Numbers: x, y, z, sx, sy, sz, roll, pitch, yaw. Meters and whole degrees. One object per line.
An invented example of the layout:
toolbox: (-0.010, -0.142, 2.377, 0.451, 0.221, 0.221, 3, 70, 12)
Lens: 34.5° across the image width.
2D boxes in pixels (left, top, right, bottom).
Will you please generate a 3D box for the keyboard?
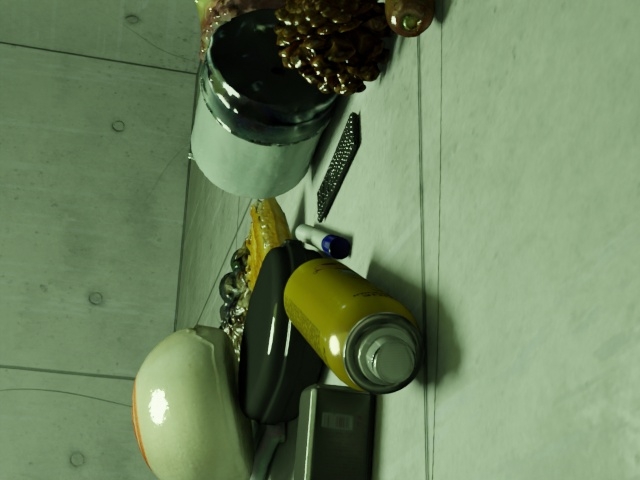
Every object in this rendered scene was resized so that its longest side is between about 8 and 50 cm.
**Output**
keyboard: (0.024, -0.105, 1.538, 0.204, 0.013, 0.061, 115, 159, -54)

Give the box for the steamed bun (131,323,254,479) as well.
steamed bun: (-0.214, 0.284, 1.672, 0.283, 0.177, 0.283, -12, -90, -89)

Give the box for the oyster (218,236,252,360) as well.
oyster: (-0.169, 0.161, 2.082, 0.221, 0.096, 0.361, 115, 162, -73)

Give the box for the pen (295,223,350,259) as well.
pen: (0.000, -0.001, 1.546, 0.269, 0.033, 0.033, -157, 74, -78)

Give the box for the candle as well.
candle: (-0.097, -0.200, 1.681, 0.342, 0.221, 0.221, 112, 161, -59)

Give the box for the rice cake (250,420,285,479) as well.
rice cake: (-0.095, 0.304, 1.776, 0.198, 0.037, 0.189, 115, 157, -53)

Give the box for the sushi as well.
sushi: (-0.104, -0.384, 1.792, 0.270, 0.237, 0.170, 128, 156, -73)

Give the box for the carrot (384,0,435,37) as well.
carrot: (0.101, -0.316, 1.229, 0.248, 0.059, 0.059, -91, 15, -50)

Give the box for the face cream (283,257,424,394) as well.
face cream: (0.037, 0.096, 1.157, 0.349, 0.105, 0.105, -145, 63, -76)

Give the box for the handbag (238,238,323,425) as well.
handbag: (-0.056, 0.141, 1.577, 0.308, 0.093, 0.253, 112, 162, -50)

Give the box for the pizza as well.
pizza: (-0.094, 0.067, 1.841, 0.297, 0.071, 0.189, 107, 152, -49)

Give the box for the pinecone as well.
pinecone: (0.020, -0.267, 1.353, 0.173, 0.174, 0.173, -173, 90, -77)

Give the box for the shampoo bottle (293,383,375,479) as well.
shampoo bottle: (0.012, 0.295, 1.211, 0.079, 0.080, 0.246, 134, 142, -72)
